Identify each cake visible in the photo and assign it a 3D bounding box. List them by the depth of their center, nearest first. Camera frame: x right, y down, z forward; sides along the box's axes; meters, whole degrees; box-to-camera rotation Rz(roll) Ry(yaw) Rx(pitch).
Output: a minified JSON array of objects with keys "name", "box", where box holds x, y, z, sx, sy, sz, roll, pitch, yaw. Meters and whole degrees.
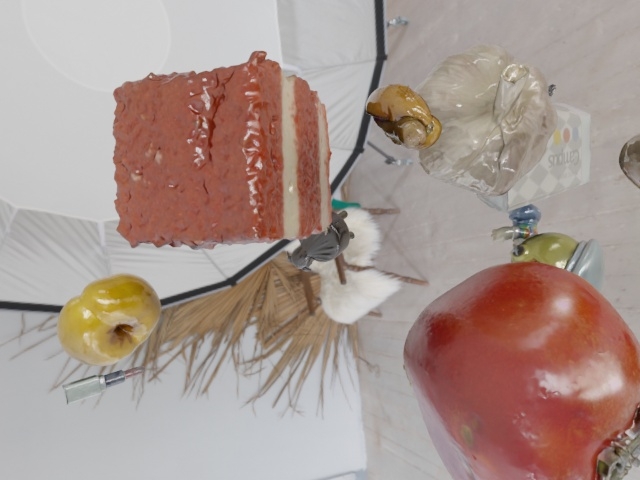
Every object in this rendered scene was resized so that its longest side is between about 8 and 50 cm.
[{"name":"cake","box":[-0.145,-0.132,0.713,0.269,0.319,0.270,1,95,22]}]

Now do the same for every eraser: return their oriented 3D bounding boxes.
[{"name":"eraser","box":[0.488,-0.203,0.933,0.082,0.396,0.213,8,109,53]}]

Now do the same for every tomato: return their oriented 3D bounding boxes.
[{"name":"tomato","box":[0.267,0.196,0.561,0.289,0.293,0.325,34,157,52]}]

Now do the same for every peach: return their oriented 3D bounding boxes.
[{"name":"peach","box":[-0.376,0.140,0.741,0.103,0.179,0.179,33,127,25]}]

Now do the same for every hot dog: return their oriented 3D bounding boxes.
[{"name":"hot dog","box":[0.103,-0.147,0.512,0.060,0.089,0.140,-49,37,6]}]

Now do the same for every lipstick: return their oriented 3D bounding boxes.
[{"name":"lipstick","box":[-0.306,0.201,0.591,0.025,0.107,0.025,-13,87,49]}]

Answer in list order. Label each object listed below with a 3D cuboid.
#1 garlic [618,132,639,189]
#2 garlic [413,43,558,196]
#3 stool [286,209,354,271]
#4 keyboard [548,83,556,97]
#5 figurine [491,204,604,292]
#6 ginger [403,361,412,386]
[{"name":"garlic","box":[0.413,-0.089,0.459,0.124,0.174,0.099,31,102,20]},{"name":"garlic","box":[0.231,-0.170,0.558,0.212,0.218,0.219,85,-177,-89]},{"name":"stool","box":[0.000,0.000,1.081,0.125,0.121,0.217,47,124,5]},{"name":"keyboard","box":[0.551,-0.310,1.101,0.231,0.023,0.072,-58,8,-5]},{"name":"figurine","box":[0.569,-0.001,1.070,0.205,0.224,0.382,-40,66,29]},{"name":"ginger","box":[0.332,0.369,1.301,0.176,0.052,0.193,-11,46,52]}]
